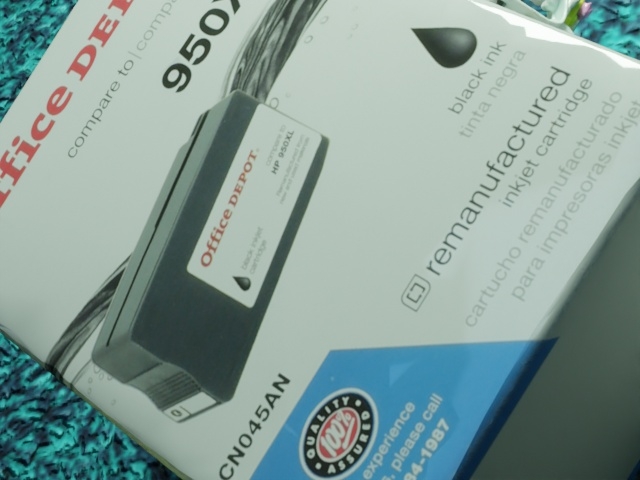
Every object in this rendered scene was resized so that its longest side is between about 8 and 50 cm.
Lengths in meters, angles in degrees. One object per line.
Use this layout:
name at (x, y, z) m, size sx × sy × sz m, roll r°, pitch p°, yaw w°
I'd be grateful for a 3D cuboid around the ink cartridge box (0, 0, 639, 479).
ink cartridge box at (0.000, 0.000, 0.838) m, size 0.395 × 0.166 × 0.285 m, roll 30°, pitch 86°, yaw 39°

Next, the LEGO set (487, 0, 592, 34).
LEGO set at (0.089, -0.115, 1.045) m, size 0.287 × 0.132 × 0.107 m, roll -25°, pitch 26°, yaw 56°
